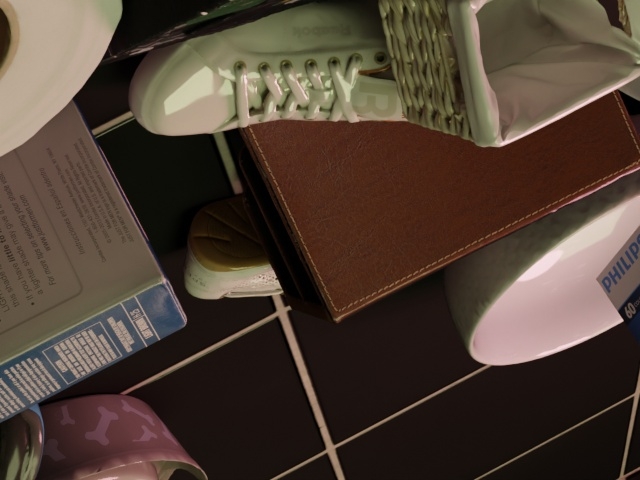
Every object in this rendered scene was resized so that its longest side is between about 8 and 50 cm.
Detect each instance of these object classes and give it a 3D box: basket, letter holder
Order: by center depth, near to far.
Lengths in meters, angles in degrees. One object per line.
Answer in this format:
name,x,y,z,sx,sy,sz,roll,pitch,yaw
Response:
basket,0.136,-0.148,1.202,0.167,0.103,0.113,-26,113,-31
letter holder,0.080,-0.096,1.433,0.302,0.214,0.152,-27,-172,-11

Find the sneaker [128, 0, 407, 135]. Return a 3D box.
sneaker,0.006,-0.131,1.258,0.290,0.123,0.106,-22,141,-16

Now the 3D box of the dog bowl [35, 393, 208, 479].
dog bowl,-0.294,0.284,1.786,0.349,0.102,0.349,-25,156,-12

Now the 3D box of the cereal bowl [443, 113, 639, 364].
cereal bowl,0.268,-0.019,1.771,0.339,0.141,0.339,-25,156,-12

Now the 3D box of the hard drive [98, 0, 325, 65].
hard drive,-0.003,-0.184,1.044,0.237,0.064,0.339,-19,-174,-21

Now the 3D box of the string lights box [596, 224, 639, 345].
string lights box,0.387,0.096,1.638,0.077,0.260,0.133,-14,151,-32

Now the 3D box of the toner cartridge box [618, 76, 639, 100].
toner cartridge box,0.338,-0.261,1.246,0.165,0.075,0.348,-13,127,-56

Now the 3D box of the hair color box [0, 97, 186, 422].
hair color box,-0.293,0.056,1.245,0.347,0.174,0.105,-27,157,-6

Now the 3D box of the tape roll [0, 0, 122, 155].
tape roll,-0.264,-0.136,0.993,0.286,0.100,0.286,-24,156,-11

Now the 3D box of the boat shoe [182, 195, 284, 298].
boat shoe,0.000,0.000,1.572,0.277,0.098,0.096,-7,149,-24

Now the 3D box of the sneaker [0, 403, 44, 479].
sneaker,-0.396,0.245,1.567,0.341,0.125,0.139,-40,150,17
